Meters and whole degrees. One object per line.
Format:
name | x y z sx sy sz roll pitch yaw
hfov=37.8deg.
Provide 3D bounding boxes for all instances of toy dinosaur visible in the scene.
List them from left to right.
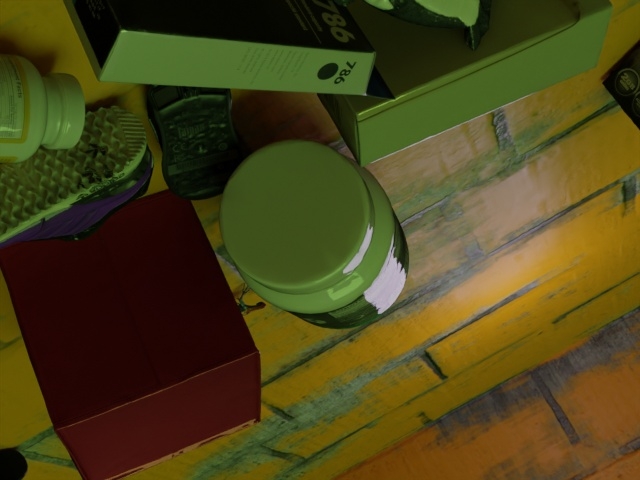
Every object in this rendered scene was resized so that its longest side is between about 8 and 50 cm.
toy dinosaur | -0.131 0.116 1.514 0.082 0.090 0.047 9 165 -3

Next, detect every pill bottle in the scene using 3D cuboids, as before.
pill bottle | -0.318 -0.123 0.861 0.184 0.103 0.103 -3 145 -40
pill bottle | 0.000 0.000 1.198 0.204 0.204 0.361 -29 165 4

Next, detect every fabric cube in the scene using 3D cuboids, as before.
fabric cube | -0.242 0.132 1.218 0.259 0.258 0.254 -19 153 -15

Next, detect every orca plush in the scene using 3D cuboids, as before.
orca plush | 0.058 -0.297 0.924 0.287 0.102 0.151 10 103 -38

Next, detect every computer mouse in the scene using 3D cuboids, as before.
computer mouse | -0.111 -0.163 1.041 0.184 0.060 0.262 -20 141 -7

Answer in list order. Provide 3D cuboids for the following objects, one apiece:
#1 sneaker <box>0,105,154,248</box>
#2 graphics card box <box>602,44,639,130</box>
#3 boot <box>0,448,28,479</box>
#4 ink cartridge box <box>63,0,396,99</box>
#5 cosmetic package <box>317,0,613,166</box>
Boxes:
sneaker | -0.315 -0.033 1.030 0.293 0.102 0.146 -22 161 -6
graphics card box | 0.614 -0.268 1.331 0.094 0.232 0.371 -6 148 -44
boot | -0.648 0.468 1.630 0.263 0.091 0.229 -3 144 -44
ink cartridge box | -0.070 -0.214 0.862 0.333 0.165 0.065 -4 144 -40
cosmetic package | 0.147 -0.224 1.056 0.309 0.160 0.113 -25 153 -8
